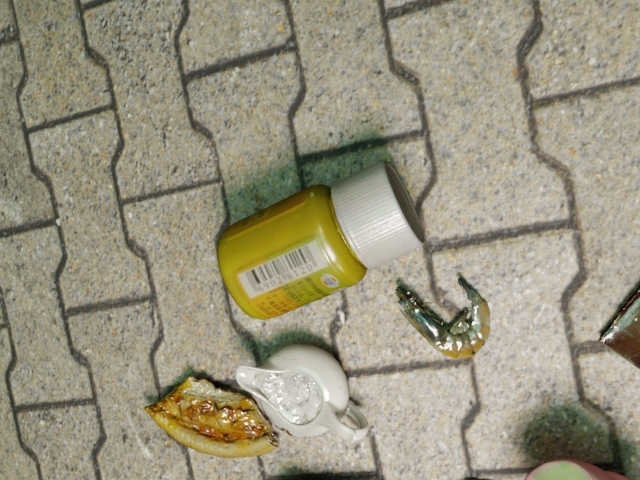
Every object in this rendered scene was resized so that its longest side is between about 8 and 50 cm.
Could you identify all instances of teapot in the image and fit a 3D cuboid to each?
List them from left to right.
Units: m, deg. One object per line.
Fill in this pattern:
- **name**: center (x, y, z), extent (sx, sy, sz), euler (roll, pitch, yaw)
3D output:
- **teapot**: center (-0.026, 0.343, 1.171), extent (0.299, 0.166, 0.208), euler (23, 90, 24)

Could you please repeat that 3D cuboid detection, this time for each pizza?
- **pizza**: center (-0.269, 0.435, 1.291), extent (0.365, 0.074, 0.182), euler (16, 108, 14)

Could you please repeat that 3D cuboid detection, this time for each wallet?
- **wallet**: center (0.648, 0.133, 1.003), extent (0.122, 0.031, 0.232), euler (34, 106, 7)

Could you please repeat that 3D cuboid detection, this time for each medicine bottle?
- **medicine bottle**: center (0.000, 0.000, 1.088), extent (0.384, 0.224, 0.224), euler (-25, 88, 19)

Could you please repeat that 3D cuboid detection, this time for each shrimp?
- **shrimp**: center (0.263, 0.149, 1.117), extent (0.217, 0.051, 0.150), euler (40, 102, 2)

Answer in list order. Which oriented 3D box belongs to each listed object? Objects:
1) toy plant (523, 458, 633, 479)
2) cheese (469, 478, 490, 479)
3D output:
- **toy plant**: center (0.507, 0.542, 0.954), extent (0.356, 0.211, 0.317), euler (28, 127, -28)
- **cheese**: center (0.369, 0.641, 1.128), extent (0.127, 0.050, 0.255), euler (-4, 95, 16)
